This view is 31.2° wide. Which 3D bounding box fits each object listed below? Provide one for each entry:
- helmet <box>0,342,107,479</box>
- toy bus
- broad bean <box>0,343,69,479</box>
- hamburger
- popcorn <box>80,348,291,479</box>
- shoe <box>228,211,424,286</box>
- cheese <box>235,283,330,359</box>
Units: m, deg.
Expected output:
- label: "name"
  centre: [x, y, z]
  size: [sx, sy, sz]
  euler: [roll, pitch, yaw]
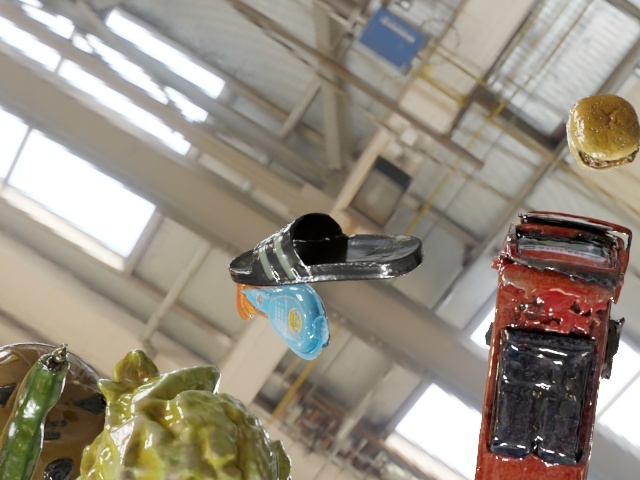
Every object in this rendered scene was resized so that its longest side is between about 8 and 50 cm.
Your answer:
- label: "helmet"
  centre: [-0.344, 0.196, 1.365]
  size: [0.224, 0.130, 0.198]
  euler: [-5, -149, -18]
- label: "toy bus"
  centre: [0.105, 0.106, 0.560]
  size: [0.073, 0.235, 0.096]
  euler: [7, -169, 10]
- label: "broad bean"
  centre: [-0.301, 0.219, 1.151]
  size: [0.046, 0.255, 0.065]
  euler: [14, -175, -40]
- label: "hamburger"
  centre: [0.297, -0.113, 1.199]
  size: [0.076, 0.044, 0.083]
  euler: [-6, -122, -6]
- label: "popcorn"
  centre: [-0.121, 0.194, 0.946]
  size: [0.187, 0.186, 0.167]
  euler: [19, -144, 42]
- label: "shoe"
  centre: [0.000, 0.000, 0.946]
  size: [0.071, 0.179, 0.049]
  euler: [-41, -59, -49]
- label: "cheese"
  centre: [-0.056, 0.095, 1.605]
  size: [0.037, 0.106, 0.256]
  euler: [-4, -166, -32]
